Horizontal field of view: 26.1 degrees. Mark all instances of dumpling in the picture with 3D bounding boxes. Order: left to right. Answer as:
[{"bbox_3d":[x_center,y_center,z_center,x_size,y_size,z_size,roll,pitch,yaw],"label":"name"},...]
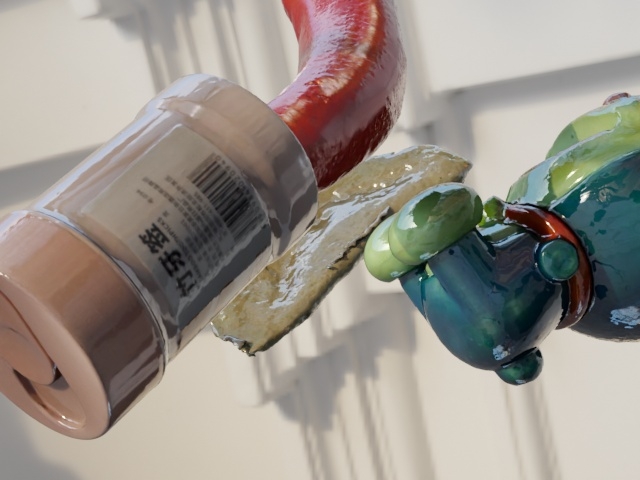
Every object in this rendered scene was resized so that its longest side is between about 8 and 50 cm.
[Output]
[{"bbox_3d":[0.003,0.004,1.443,0.332,0.166,0.086,-37,-49,-23],"label":"dumpling"}]

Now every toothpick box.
[{"bbox_3d":[-0.082,0.004,0.616,0.149,0.098,0.098,-46,-60,-35],"label":"toothpick box"}]

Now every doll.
[{"bbox_3d":[0.204,-0.001,1.057,0.322,0.198,0.186,-25,-94,-13],"label":"doll"}]

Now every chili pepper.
[{"bbox_3d":[-0.004,-0.125,0.955,0.137,0.092,0.368,24,-146,-10],"label":"chili pepper"}]
